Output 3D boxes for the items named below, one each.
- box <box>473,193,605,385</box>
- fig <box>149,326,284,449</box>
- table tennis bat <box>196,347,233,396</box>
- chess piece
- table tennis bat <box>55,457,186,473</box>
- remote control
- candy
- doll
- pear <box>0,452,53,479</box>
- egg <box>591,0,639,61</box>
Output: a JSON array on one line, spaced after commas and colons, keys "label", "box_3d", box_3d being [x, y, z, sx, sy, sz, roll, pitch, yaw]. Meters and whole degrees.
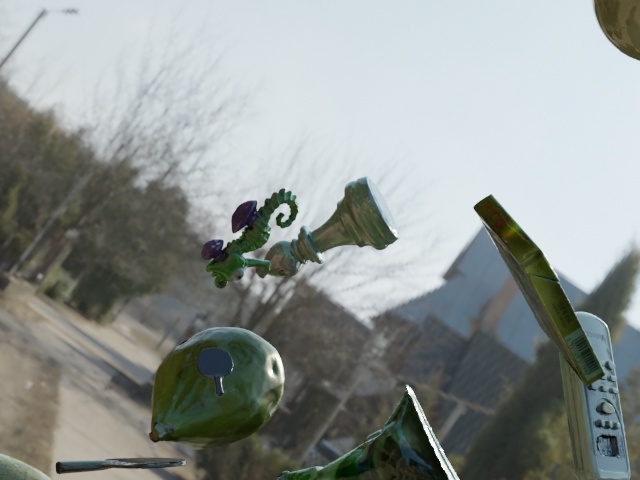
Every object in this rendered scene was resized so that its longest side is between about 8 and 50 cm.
[{"label": "box", "box_3d": [0.348, 0.080, 1.754, 0.311, 0.043, 0.173, 55, 3, -36]}, {"label": "fig", "box_3d": [-0.221, 0.271, 2.061, 0.314, 0.233, 0.233, 10, 14, -48]}, {"label": "table tennis bat", "box_3d": [-0.142, 0.178, 1.508, 0.083, 0.050, 0.007, -106, -160, -45]}, {"label": "chess piece", "box_3d": [0.000, 0.000, 2.045, 0.139, 0.272, 0.139, 57, 13, -21]}, {"label": "table tennis bat", "box_3d": [-0.347, 0.390, 1.937, 0.234, 0.022, 0.131, 4, -7, -35]}, {"label": "remote control", "box_3d": [0.473, 0.271, 1.920, 0.056, 0.296, 0.140, -17, -23, 37]}, {"label": "candy", "box_3d": [0.083, 0.501, 2.183, 0.263, 0.398, 0.172, 58, 8, 26]}, {"label": "doll", "box_3d": [-0.105, -0.003, 1.723, 0.115, 0.190, 0.050, 39, 0, -43]}, {"label": "pear", "box_3d": [-0.407, 0.350, 1.344, 0.198, 0.198, 0.198, 35, -8, 5]}, {"label": "egg", "box_3d": [0.439, -0.320, 1.342, 0.189, 0.254, 0.188, 38, -26, 23]}]
